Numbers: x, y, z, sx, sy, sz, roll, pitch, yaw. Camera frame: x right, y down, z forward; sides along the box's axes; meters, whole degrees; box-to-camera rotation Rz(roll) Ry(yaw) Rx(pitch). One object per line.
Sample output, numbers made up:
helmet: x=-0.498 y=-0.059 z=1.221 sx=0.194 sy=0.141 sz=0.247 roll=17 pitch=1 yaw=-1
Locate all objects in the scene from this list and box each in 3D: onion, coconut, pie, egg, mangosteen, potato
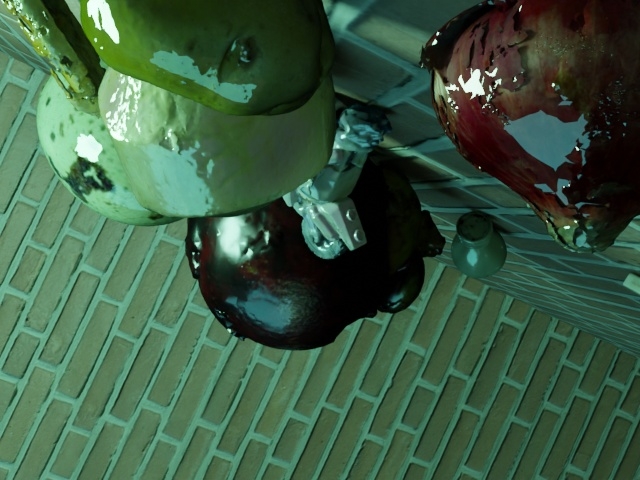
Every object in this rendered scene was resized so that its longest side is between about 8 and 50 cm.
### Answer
onion: x=0.143 y=-0.068 z=0.441 sx=0.184 sy=0.147 sz=0.184 roll=11 pitch=174 yaw=1
coconut: x=-0.107 y=-0.129 z=0.846 sx=0.259 sy=0.259 sz=0.259 roll=25 pitch=178 yaw=1
pie: x=-0.309 y=-0.254 z=0.871 sx=0.274 sy=0.055 sz=0.274 roll=57 pitch=176 yaw=6
egg: x=-0.341 y=-0.186 z=1.411 sx=0.379 sy=0.287 sz=0.287 roll=45 pitch=-172 yaw=27
mangosteen: x=-0.020 y=-0.010 z=1.318 sx=0.421 sy=0.380 sz=0.381 roll=-13 pitch=-155 yaw=-40
potato: x=-0.085 y=-0.172 z=0.601 sx=0.200 sy=0.137 sz=0.154 roll=24 pitch=179 yaw=0

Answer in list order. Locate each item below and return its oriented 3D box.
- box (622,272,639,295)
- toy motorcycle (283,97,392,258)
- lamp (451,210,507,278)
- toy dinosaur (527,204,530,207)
box: x=0.585 y=0.119 z=1.221 sx=0.122 sy=0.032 sz=0.220 roll=27 pitch=-172 yaw=-27
toy motorcycle: x=0.018 y=-0.100 z=1.014 sx=0.204 sy=0.108 sz=0.239 roll=-14 pitch=113 yaw=46
lamp: x=0.292 y=0.006 z=1.464 sx=0.106 sy=0.106 sz=0.193 roll=24 pitch=169 yaw=19
toy dinosaur: x=0.287 y=-0.045 z=0.948 sx=0.058 sy=0.037 sz=0.180 roll=1 pitch=-175 yaw=2
